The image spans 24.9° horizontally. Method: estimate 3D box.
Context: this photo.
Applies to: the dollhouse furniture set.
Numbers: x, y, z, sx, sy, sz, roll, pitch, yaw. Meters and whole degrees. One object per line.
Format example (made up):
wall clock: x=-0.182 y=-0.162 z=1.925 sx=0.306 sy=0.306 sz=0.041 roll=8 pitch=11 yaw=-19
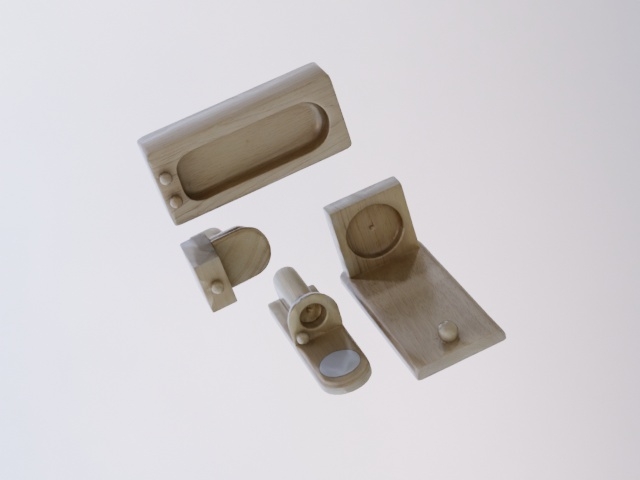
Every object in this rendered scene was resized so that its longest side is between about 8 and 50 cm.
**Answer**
dollhouse furniture set: x=0.000 y=0.000 z=0.823 sx=0.123 sy=0.144 sz=0.151 roll=52 pitch=164 yaw=56
